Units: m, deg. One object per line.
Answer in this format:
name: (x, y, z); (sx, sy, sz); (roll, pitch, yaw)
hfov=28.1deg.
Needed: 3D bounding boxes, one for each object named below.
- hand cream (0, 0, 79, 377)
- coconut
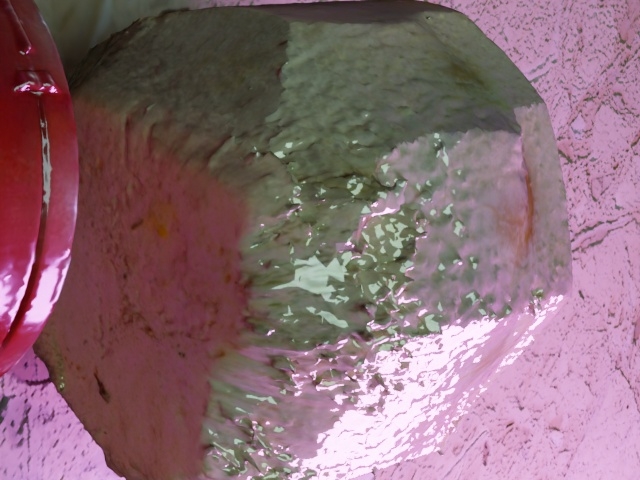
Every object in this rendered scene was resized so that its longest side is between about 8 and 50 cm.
hand cream: (-0.228, -0.032, 0.560); (0.149, 0.230, 0.230); (-4, 99, -52)
coconut: (0.000, 0.000, 0.790); (0.310, 0.297, 0.297); (-12, 106, -45)
